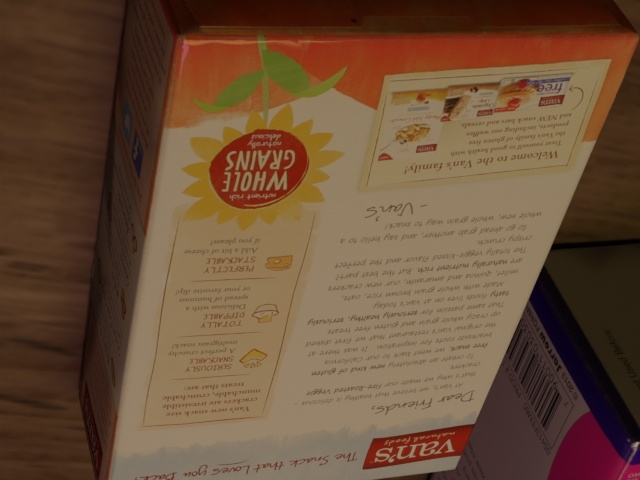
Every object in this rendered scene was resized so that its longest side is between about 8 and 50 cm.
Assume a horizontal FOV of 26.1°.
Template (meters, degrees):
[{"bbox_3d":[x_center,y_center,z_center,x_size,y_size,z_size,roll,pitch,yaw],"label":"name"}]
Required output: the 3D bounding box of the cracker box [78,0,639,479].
[{"bbox_3d":[0.000,0.000,0.512,0.155,0.067,0.232,-3,134,-21],"label":"cracker box"}]

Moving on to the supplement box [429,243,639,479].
[{"bbox_3d":[0.132,0.117,0.661,0.114,0.111,0.220,-4,136,-22],"label":"supplement box"}]
